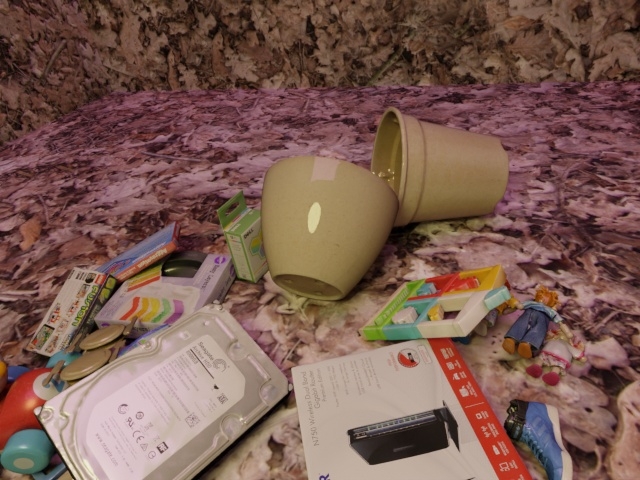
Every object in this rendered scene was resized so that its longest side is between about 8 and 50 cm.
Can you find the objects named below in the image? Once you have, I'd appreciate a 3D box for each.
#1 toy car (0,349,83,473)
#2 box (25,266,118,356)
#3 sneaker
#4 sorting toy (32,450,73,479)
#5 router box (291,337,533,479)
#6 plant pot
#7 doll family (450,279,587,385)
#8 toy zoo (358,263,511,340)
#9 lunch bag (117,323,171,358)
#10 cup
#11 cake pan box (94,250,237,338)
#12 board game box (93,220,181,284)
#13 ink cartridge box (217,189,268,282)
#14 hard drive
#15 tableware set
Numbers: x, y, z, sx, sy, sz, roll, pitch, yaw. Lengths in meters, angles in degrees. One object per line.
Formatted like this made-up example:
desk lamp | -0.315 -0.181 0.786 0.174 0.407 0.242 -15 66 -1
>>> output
toy car | -0.564 0.250 0.718 0.210 0.238 0.219 -17 33 -1
box | -0.565 0.166 0.961 0.113 0.036 0.207 8 62 19
sneaker | 0.329 0.313 0.650 0.084 0.058 0.152 9 34 13
sorting toy | -0.356 0.414 0.642 0.195 0.047 0.347 -29 41 -27
router box | 0.126 0.324 0.652 0.300 0.082 0.336 -11 36 -6
plant pot | 0.321 -0.183 1.157 0.304 0.334 0.334 2 35 -7
doll family | 0.385 0.147 0.820 0.262 0.119 0.163 22 45 35
toy zoo | 0.230 0.122 0.814 0.192 0.030 0.293 -36 10 -39
lunch bag | -0.330 0.256 0.815 0.151 0.097 0.128 -24 38 -38
cup | 0.000 0.000 0.967 0.330 0.331 0.237 6 66 17
cake pan box | -0.360 0.126 1.023 0.245 0.070 0.267 4 36 12
board game box | -0.490 0.055 1.081 0.281 0.027 0.145 -31 26 1
ink cartridge box | -0.178 -0.009 1.054 0.062 0.210 0.109 11 40 27
hard drive | -0.242 0.273 0.705 0.237 0.064 0.338 44 48 18
tableware set | -0.425 0.219 0.799 0.128 0.039 0.194 -17 18 -7
